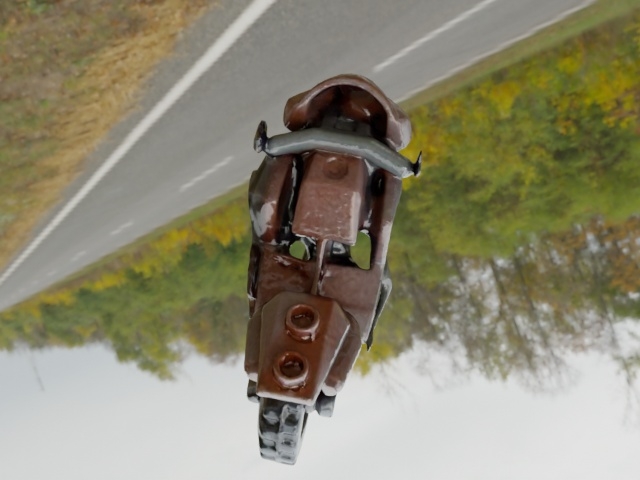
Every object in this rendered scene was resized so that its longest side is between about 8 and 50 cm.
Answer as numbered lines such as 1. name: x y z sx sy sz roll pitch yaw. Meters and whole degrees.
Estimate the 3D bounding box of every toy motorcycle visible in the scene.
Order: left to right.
1. toy motorcycle: 0.000 0.000 0.442 0.084 0.213 0.118 11 144 3
